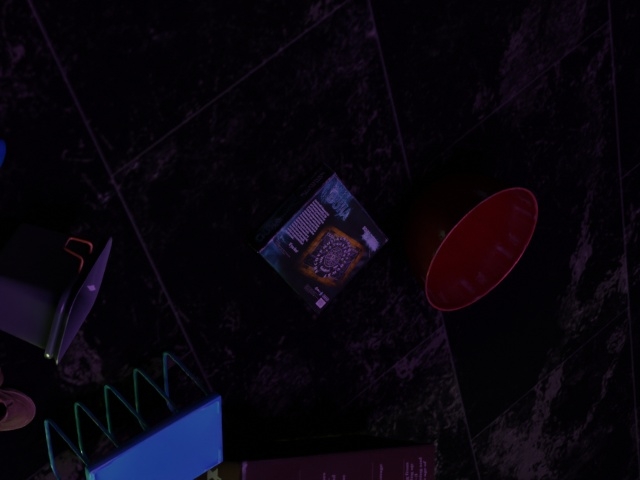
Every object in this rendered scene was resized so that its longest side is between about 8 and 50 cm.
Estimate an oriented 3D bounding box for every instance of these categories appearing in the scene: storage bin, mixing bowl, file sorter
[{"bbox_3d":[-0.261,0.037,1.609,0.135,0.091,0.098,-71,180,-59],"label":"storage bin"},{"bbox_3d":[0.166,-0.014,2.085,0.181,0.098,0.181,-29,142,-26],"label":"mixing bowl"},{"bbox_3d":[-0.207,0.219,1.892,0.170,0.104,0.118,-29,143,-27],"label":"file sorter"}]

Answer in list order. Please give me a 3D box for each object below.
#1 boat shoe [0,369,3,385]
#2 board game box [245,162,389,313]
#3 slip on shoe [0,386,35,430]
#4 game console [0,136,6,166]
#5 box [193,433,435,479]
[{"bbox_3d":[-0.399,0.143,1.641,0.190,0.068,0.072,-31,119,-31],"label":"boat shoe"},{"bbox_3d":[0.000,0.000,1.974,0.126,0.026,0.186,-46,147,-3],"label":"board game box"},{"bbox_3d":[-0.334,0.173,1.754,0.051,0.041,0.135,-48,147,1],"label":"slip on shoe"},{"bbox_3d":[-0.406,0.020,1.288,0.293,0.173,0.250,-56,180,18],"label":"game console"},{"bbox_3d":[-0.020,0.353,2.153,0.381,0.143,0.191,4,88,-52],"label":"box"}]
